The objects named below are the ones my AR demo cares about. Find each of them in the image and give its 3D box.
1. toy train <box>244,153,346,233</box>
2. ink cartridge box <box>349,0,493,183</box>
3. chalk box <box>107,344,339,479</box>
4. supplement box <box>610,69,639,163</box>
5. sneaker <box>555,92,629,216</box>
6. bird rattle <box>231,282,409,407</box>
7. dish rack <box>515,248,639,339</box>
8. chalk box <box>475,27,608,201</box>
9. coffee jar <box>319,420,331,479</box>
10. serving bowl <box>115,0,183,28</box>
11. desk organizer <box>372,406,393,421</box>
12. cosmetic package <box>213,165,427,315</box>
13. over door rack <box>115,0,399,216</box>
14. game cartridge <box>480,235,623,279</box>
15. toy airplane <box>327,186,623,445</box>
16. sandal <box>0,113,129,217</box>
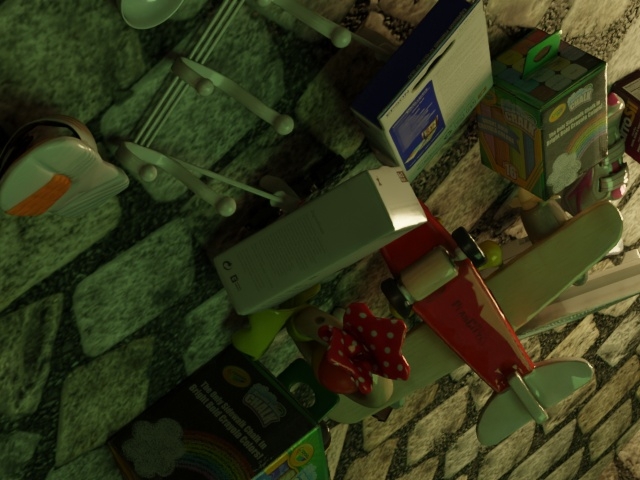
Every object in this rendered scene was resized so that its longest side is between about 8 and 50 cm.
[{"bbox_3d":[-0.031,-0.055,1.809,0.158,0.027,0.036,-36,161,-22],"label":"toy train"},{"bbox_3d":[0.123,-0.180,1.718,0.176,0.069,0.371,-50,170,-1],"label":"ink cartridge box"},{"bbox_3d":[-0.107,0.279,1.964,0.289,0.180,0.179,-36,150,-19],"label":"chalk box"},{"bbox_3d":[0.538,-0.169,2.294,0.080,0.188,0.104,-28,146,-31],"label":"supplement box"},{"bbox_3d":[0.441,-0.123,2.299,0.103,0.111,0.252,-32,148,-28],"label":"sneaker"},{"bbox_3d":[0.028,0.136,1.882,0.143,0.253,0.207,-54,139,-22],"label":"bird rattle"},{"bbox_3d":[0.395,0.101,2.409,0.285,0.072,0.333,-17,171,-24],"label":"dish rack"},{"bbox_3d":[0.295,-0.188,1.970,0.132,0.132,0.213,-34,136,-24],"label":"chalk box"},{"bbox_3d":[-0.031,0.340,2.259,0.096,0.079,0.184,-35,149,-24],"label":"coffee jar"},{"bbox_3d":[-0.162,-0.241,1.380,0.083,0.027,0.083,-34,149,-24],"label":"serving bowl"},{"bbox_3d":[0.109,0.220,2.333,0.130,0.050,0.047,-59,-172,-10],"label":"desk organizer"},{"bbox_3d":[0.000,0.000,1.748,0.231,0.085,0.117,-28,174,24],"label":"cosmetic package"},{"bbox_3d":[-0.044,-0.143,1.590,0.239,0.108,0.324,-54,152,14],"label":"over door rack"},{"bbox_3d":[0.332,0.038,2.319,0.196,0.060,0.294,-22,169,37],"label":"game cartridge"},{"bbox_3d":[0.208,0.094,2.078,0.386,0.272,0.384,3,117,-16],"label":"toy airplane"},{"bbox_3d":[-0.261,-0.075,1.418,0.102,0.076,0.265,-33,173,2],"label":"sandal"}]
